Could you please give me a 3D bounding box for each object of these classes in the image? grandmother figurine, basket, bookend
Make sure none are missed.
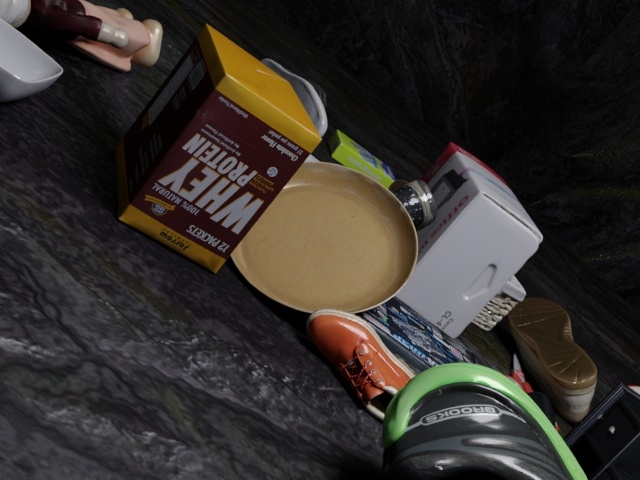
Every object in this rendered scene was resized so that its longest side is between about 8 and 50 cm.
[{"bbox_3d":[-0.357,-0.307,1.280,0.207,0.104,0.342,16,8,25],"label":"grandmother figurine"},{"bbox_3d":[0.273,0.069,1.657,0.113,0.103,0.167,32,16,-25],"label":"basket"},{"bbox_3d":[0.382,0.293,1.170,0.072,0.156,0.157,33,17,-24],"label":"bookend"}]

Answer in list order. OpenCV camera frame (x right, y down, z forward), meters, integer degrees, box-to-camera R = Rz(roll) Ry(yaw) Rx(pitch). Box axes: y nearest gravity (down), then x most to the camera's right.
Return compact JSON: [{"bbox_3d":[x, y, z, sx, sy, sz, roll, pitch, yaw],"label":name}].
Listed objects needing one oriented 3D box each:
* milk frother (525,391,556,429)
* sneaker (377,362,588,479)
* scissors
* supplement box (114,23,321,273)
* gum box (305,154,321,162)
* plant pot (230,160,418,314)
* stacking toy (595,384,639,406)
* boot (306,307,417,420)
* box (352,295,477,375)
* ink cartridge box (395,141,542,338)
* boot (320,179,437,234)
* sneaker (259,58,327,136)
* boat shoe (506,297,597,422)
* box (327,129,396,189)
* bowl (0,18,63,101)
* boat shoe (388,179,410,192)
[{"bbox_3d":[0.208,0.250,1.037,0.135,0.129,0.143,-56,138,-74],"label":"milk frother"},{"bbox_3d":[0.230,0.318,0.789,0.483,0.185,0.202,38,33,6],"label":"sneaker"},{"bbox_3d":[0.314,0.216,1.485,0.109,0.021,0.297,36,16,-13],"label":"scissors"},{"bbox_3d":[-0.125,-0.108,1.046,0.129,0.194,0.191,32,17,-27],"label":"supplement box"},{"bbox_3d":[-0.062,-0.086,1.302,0.188,0.107,0.062,38,15,-5],"label":"gum box"},{"bbox_3d":[0.000,0.000,1.123,0.236,0.032,0.236,6,51,-7],"label":"plant pot"},{"bbox_3d":[0.533,0.309,1.580,0.141,0.141,0.330,44,8,15],"label":"stacking toy"},{"bbox_3d":[0.046,0.139,1.015,0.158,0.059,0.084,40,20,-4],"label":"boot"},{"bbox_3d":[0.112,0.138,1.176,0.220,0.051,0.175,36,15,-12],"label":"box"},{"bbox_3d":[0.210,-0.007,1.491,0.131,0.226,0.306,36,15,-11],"label":"ink cartridge box"},{"bbox_3d":[0.039,-0.001,1.290,0.178,0.236,0.085,-20,79,-28],"label":"boot"},{"bbox_3d":[-0.026,-0.286,1.960,0.147,0.104,0.296,19,20,-40],"label":"sneaker"},{"bbox_3d":[0.397,0.199,1.608,0.109,0.098,0.302,-8,26,-4],"label":"boat shoe"},{"bbox_3d":[0.099,-0.165,2.036,0.178,0.042,0.109,34,16,-17],"label":"box"},{"bbox_3d":[-0.370,-0.203,1.017,0.142,0.053,0.142,39,15,-6],"label":"bowl"},{"bbox_3d":[0.208,-0.044,1.924,0.190,0.068,0.072,57,9,23],"label":"boat shoe"}]
